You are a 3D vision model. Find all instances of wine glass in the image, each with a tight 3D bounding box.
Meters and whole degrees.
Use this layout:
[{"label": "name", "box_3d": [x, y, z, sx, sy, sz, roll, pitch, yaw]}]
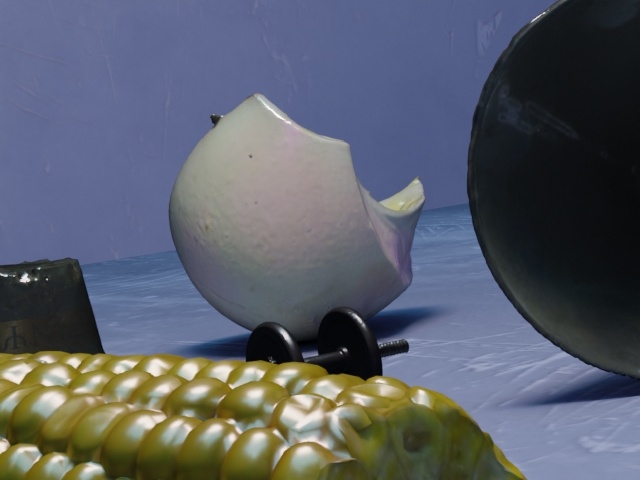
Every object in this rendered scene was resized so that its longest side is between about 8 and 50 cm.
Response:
[{"label": "wine glass", "box_3d": [0.246, -0.038, 1.204, 0.267, 0.267, 0.406, -7, -2, 8]}]

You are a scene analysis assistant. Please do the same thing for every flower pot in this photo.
[{"label": "flower pot", "box_3d": [-0.265, 0.072, 1.468, 0.157, 0.106, 0.157, -9, 5, 1]}]

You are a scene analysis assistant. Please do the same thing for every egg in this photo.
[{"label": "egg", "box_3d": [-0.011, 0.013, 1.489, 0.206, 0.161, 0.271, -38, -41, 14]}]

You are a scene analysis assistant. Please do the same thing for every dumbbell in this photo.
[{"label": "dumbbell", "box_3d": [-0.005, 0.081, 1.077, 0.147, 0.069, 0.069, -11, 5, -31]}]

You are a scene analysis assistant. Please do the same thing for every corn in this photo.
[{"label": "corn", "box_3d": [-0.118, 0.098, 0.506, 0.387, 0.143, 0.144, -7, 3, 29]}]
